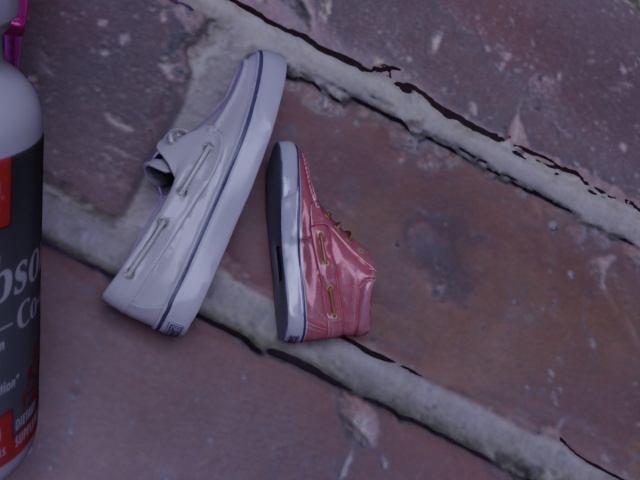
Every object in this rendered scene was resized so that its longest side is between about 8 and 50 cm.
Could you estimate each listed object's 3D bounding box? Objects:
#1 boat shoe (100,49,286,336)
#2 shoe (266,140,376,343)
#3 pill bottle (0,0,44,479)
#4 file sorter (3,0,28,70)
[{"bbox_3d":[-0.107,-0.054,0.960,0.088,0.096,0.267,24,78,-12],"label":"boat shoe"},{"bbox_3d":[0.000,0.000,0.987,0.081,0.063,0.178,-2,80,-16],"label":"shoe"},{"bbox_3d":[-0.293,-0.016,0.750,0.210,0.210,0.363,1,112,-14],"label":"pill bottle"},{"bbox_3d":[-0.375,-0.240,0.893,0.291,0.182,0.202,6,72,-14],"label":"file sorter"}]
